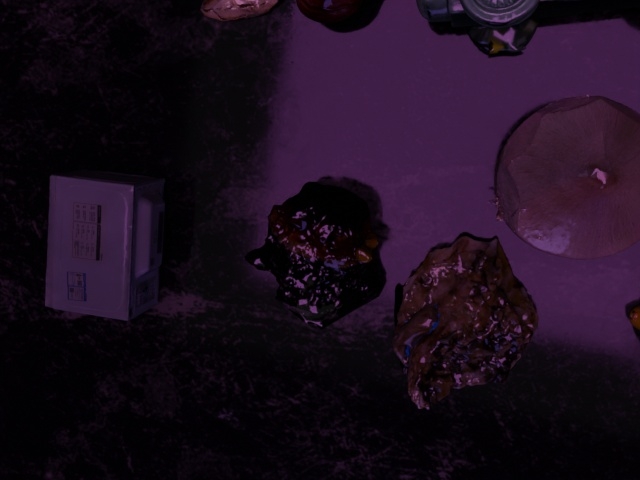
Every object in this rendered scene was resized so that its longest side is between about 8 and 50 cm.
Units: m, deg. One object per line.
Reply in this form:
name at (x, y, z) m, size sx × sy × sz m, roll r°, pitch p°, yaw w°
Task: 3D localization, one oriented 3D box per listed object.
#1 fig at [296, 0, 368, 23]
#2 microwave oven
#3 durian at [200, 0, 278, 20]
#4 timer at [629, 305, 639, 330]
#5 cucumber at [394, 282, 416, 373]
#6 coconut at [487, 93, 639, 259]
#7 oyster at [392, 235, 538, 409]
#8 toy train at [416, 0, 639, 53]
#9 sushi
fig at (0.025, -0.358, 1.095) m, size 0.150 × 0.128 × 0.128 m, roll 29°, pitch 108°, yaw -35°
microwave oven at (-0.328, 0.003, 1.221) m, size 0.162 × 0.122 × 0.208 m, roll 8°, pitch 101°, yaw 11°
durian at (-0.122, -0.368, 1.168) m, size 0.130 × 0.052 × 0.066 m, roll -4°, pitch 136°, yaw 16°
timer at (0.494, 0.127, 1.087) m, size 0.107 × 0.109 × 0.107 m, roll -5°, pitch 109°, yaw -15°
cucumber at (0.128, 0.132, 1.186) m, size 0.033 × 0.034 × 0.135 m, roll -4°, pitch 98°, yaw 18°
coconut at (0.327, -0.081, 1.006) m, size 0.224 × 0.234 × 0.224 m, roll 2°, pitch 96°, yaw 16°
oyster at (0.202, 0.112, 1.132) m, size 0.214 × 0.083 × 0.223 m, roll -19°, pitch 88°, yaw 0°
toy train at (0.338, -0.396, 0.992) m, size 0.442 × 0.179 × 0.273 m, roll -3°, pitch 90°, yaw 13°
sushi at (0.000, 0.000, 1.134) m, size 0.172 × 0.153 × 0.150 m, roll 36°, pitch 126°, yaw 25°
